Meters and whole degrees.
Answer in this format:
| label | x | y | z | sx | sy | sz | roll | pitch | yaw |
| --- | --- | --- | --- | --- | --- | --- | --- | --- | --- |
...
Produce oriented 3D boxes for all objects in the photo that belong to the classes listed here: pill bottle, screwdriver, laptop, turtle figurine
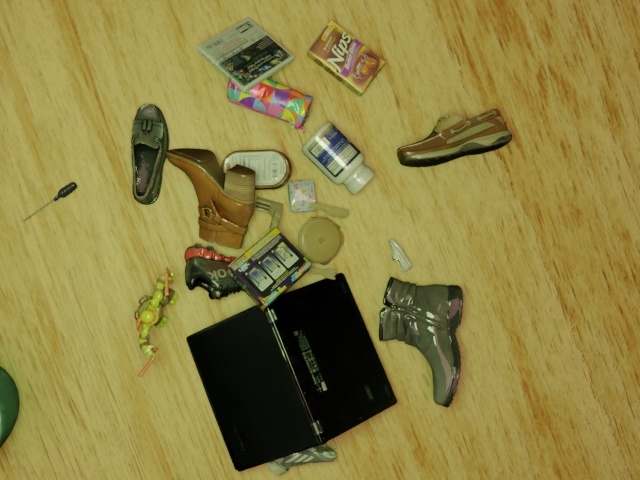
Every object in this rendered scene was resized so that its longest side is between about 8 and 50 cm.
| label | x | y | z | sx | sy | sz | roll | pitch | yaw |
| --- | --- | --- | --- | --- | --- | --- | --- | --- | --- |
| pill bottle | 0.051 | -0.215 | 1.645 | 0.186 | 0.112 | 0.112 | 45 | 86 | -5 |
| screwdriver | -0.709 | -0.097 | 1.623 | 0.170 | 0.024 | 0.025 | -40 | 122 | 2 |
| laptop | -0.077 | 0.346 | 1.653 | 0.407 | 0.236 | 0.382 | -18 | 82 | -33 |
| turtle figurine | -0.422 | 0.192 | 1.549 | 0.087 | 0.217 | 0.270 | 12 | 90 | -5 |

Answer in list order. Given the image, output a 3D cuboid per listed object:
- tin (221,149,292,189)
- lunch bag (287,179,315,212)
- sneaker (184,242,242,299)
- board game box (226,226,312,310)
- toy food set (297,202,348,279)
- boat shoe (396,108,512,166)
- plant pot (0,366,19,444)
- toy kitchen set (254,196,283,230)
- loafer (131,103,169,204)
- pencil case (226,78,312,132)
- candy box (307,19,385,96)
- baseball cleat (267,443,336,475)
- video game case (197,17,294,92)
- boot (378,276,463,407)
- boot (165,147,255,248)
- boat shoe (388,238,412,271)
| label | x | y | z | sx | sy | sz | roll | pitch | yaw |
| --- | --- | --- | --- | --- | --- | --- | --- | --- | --- |
| tin | -0.172 | -0.189 | 1.642 | 0.189 | 0.040 | 0.106 | -1 | 86 | 9 |
| lunch bag | -0.052 | -0.118 | 1.666 | 0.071 | 0.053 | 0.083 | -7 | 81 | -7 |
| sneaker | -0.228 | 0.100 | 1.612 | 0.275 | 0.098 | 0.135 | 10 | 61 | -4 |
| board game box | -0.130 | 0.071 | 1.564 | 0.141 | 0.048 | 0.170 | 46 | 64 | 8 |
| toy food set | 0.000 | 0.000 | 1.666 | 0.132 | 0.038 | 0.192 | 13 | 87 | -18 |
| boat shoe | 0.357 | -0.282 | 1.680 | 0.323 | 0.122 | 0.120 | -14 | 86 | -13 |
| plant pot | -0.879 | 0.415 | 1.498 | 0.292 | 0.235 | 0.293 | 0 | 90 | -6 |
| toy kitchen set | -0.148 | -0.057 | 1.653 | 0.075 | 0.083 | 0.068 | 16 | 130 | -5 |
| loafer | -0.449 | -0.228 | 1.611 | 0.096 | 0.084 | 0.268 | 2 | 90 | -6 |
| pencil case | -0.133 | -0.374 | 1.635 | 0.236 | 0.104 | 0.105 | 22 | 88 | -3 |
| candy box | 0.068 | -0.492 | 1.676 | 0.186 | 0.053 | 0.109 | 36 | 88 | -3 |
| baseball cleat | -0.063 | 0.585 | 1.668 | 0.205 | 0.072 | 0.110 | 14 | 96 | 4 |
| video game case | -0.193 | -0.486 | 1.609 | 0.173 | 0.022 | 0.190 | 42 | 59 | 9 |
| boot | 0.262 | 0.274 | 1.679 | 0.222 | 0.118 | 0.339 | 4 | 79 | -3 |
| boot | -0.297 | -0.115 | 1.627 | 0.283 | 0.109 | 0.220 | 20 | 117 | 15 |
| boat shoe | 0.212 | 0.043 | 1.702 | 0.035 | 0.035 | 0.100 | -35 | 100 | -7 |
